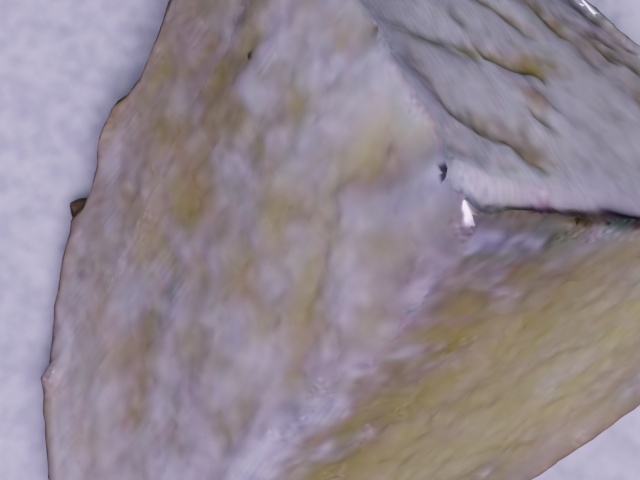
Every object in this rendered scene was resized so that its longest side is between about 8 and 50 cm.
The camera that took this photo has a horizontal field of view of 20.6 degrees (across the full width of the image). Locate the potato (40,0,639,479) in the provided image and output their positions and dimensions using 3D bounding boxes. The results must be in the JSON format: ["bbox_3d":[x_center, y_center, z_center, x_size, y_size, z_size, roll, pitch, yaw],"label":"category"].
[{"bbox_3d":[0.016,0.009,0.724,0.189,0.211,0.264,11,126,-47],"label":"potato"}]
